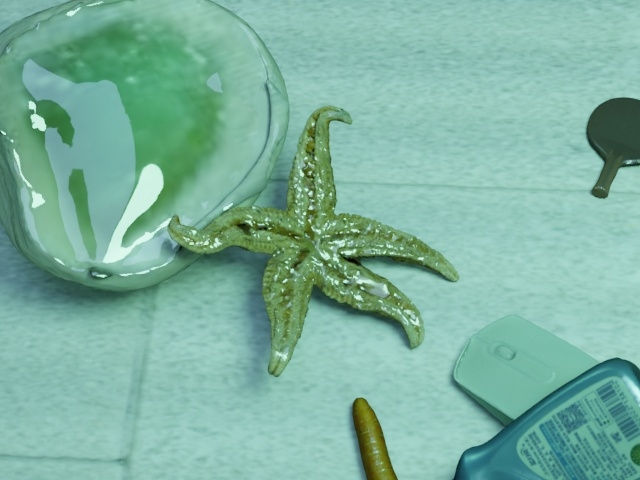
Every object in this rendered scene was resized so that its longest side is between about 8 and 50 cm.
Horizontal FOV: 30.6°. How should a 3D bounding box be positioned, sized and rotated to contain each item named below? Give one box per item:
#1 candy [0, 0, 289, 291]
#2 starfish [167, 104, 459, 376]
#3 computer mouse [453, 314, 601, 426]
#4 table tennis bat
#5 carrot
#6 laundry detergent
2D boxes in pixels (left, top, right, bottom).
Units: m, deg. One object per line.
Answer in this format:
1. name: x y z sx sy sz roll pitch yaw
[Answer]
1. candy: -0.237 -0.145 1.507 0.427 0.186 0.386 -34 83 -21
2. starfish: -0.004 0.000 1.438 0.375 0.094 0.327 -2 81 -23
3. computer mouse: 0.268 0.176 1.385 0.231 0.079 0.128 36 66 23
4. table tennis bat: 0.403 -0.152 1.533 0.107 0.119 0.170 22 62 14
5. carrot: 0.076 0.291 1.345 0.043 0.043 0.248 -13 60 -5
6. laundry detergent: 0.248 0.253 1.289 0.289 0.094 0.143 -33 84 17
